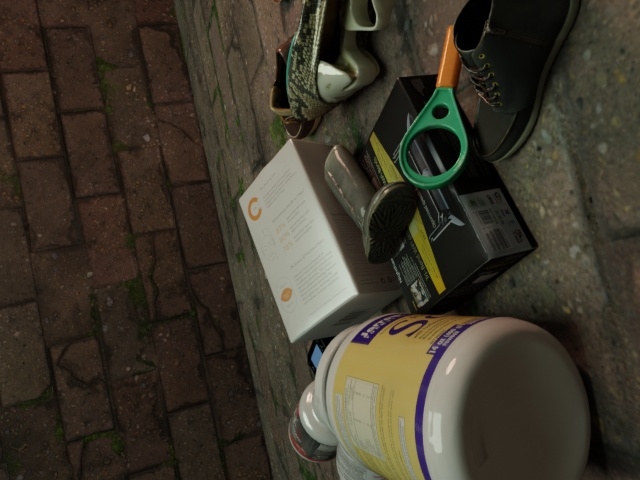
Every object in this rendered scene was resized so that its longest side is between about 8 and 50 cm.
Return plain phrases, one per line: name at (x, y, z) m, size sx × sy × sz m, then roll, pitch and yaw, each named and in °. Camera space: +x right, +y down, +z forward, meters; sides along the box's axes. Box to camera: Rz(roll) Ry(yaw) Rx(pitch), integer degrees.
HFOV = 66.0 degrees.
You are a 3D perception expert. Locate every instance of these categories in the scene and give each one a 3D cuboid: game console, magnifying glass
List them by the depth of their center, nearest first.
magnifying glass at (0.164, -0.180, 0.663) m, size 0.092 × 0.026 × 0.231 m, roll 9°, pitch 80°, yaw 27°
game console at (0.020, 0.325, 1.432) m, size 0.361 × 0.044 × 0.213 m, roll 105°, pitch 147°, yaw -52°

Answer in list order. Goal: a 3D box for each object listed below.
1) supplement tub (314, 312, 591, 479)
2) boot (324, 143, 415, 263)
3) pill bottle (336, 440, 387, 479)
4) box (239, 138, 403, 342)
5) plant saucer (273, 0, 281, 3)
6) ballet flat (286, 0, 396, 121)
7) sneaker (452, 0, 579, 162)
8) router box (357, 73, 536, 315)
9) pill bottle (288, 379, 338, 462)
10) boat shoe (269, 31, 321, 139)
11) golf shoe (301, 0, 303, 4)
supplement tub at (0.154, 0.223, 0.683) m, size 0.331 × 0.241 × 0.241 m, roll -13°, pitch 88°, yaw 62°
boot at (0.072, -0.088, 0.816) m, size 0.190 × 0.076 × 0.208 m, roll 106°, pitch 154°, yaw -50°
pill bottle at (0.116, 0.446, 1.065) m, size 0.160 × 0.160 × 0.283 m, roll -127°, pitch 32°, yaw -50°
box at (0.000, 0.000, 1.007) m, size 0.215 × 0.168 × 0.345 m, roll -42°, pitch 61°, yaw 38°
plant saucer at (-0.103, -0.693, 1.247) m, size 0.168 × 0.029 × 0.168 m, roll 170°, pitch 90°, yaw -69°
ballet flat at (0.043, -0.390, 0.868) m, size 0.182 × 0.164 × 0.483 m, roll 41°, pitch 141°, yaw 28°
sneaker at (0.196, -0.189, 0.578) m, size 0.083 × 0.118 × 0.222 m, roll -121°, pitch 28°, yaw -43°
router box at (0.168, -0.060, 0.776) m, size 0.243 × 0.081 × 0.309 m, roll 117°, pitch 138°, yaw -59°
pill bottle at (0.021, 0.467, 1.310) m, size 0.318 × 0.176 × 0.176 m, roll 108°, pitch 145°, yaw -53°
boat shoe at (-0.070, -0.335, 1.139) m, size 0.123 × 0.123 × 0.342 m, roll 49°, pitch 160°, yaw 9°
golf shoe at (0.003, -0.476, 1.038) m, size 0.086 × 0.067 × 0.186 m, roll 47°, pitch 155°, yaw 24°
